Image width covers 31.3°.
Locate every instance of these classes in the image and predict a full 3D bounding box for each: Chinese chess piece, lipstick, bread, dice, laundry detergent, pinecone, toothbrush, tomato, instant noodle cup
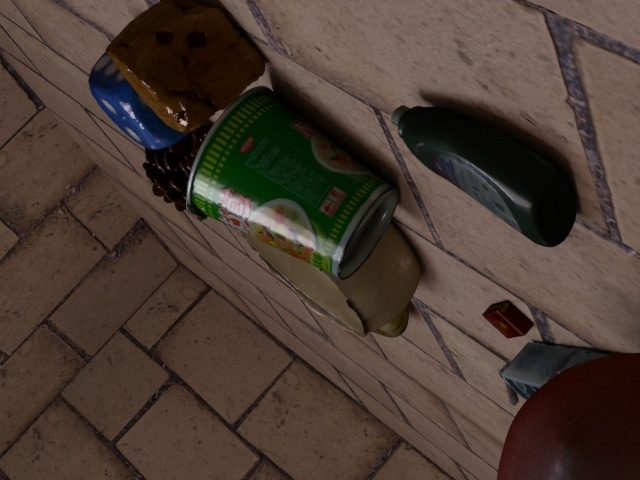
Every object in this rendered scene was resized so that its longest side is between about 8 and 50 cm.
[{"bbox_3d":[0.000,0.000,1.781,0.338,0.140,0.338,41,167,11],"label":"Chinese chess piece"},{"bbox_3d":[0.331,0.187,1.498,0.077,0.076,0.289,42,172,-9],"label":"lipstick"},{"bbox_3d":[-0.182,-0.234,1.498,0.143,0.149,0.158,52,166,-28],"label":"bread"},{"bbox_3d":[-0.263,-0.235,1.773,0.143,0.146,0.146,26,160,51],"label":"dice"},{"bbox_3d":[0.155,-0.075,1.144,0.211,0.063,0.137,35,173,35],"label":"laundry detergent"},{"bbox_3d":[0.113,0.134,2.043,0.094,0.083,0.157,38,168,0],"label":"bread"},{"bbox_3d":[-0.234,-0.142,2.043,0.173,0.173,0.173,40,169,10],"label":"pinecone"},{"bbox_3d":[0.318,0.246,1.928,0.014,0.017,0.194,43,173,27],"label":"toothbrush"},{"bbox_3d":[0.336,0.272,1.189,0.321,0.321,0.321,40,169,10],"label":"tomato"},{"bbox_3d":[-0.030,-0.062,1.533,0.232,0.207,0.207,32,167,15],"label":"instant noodle cup"}]

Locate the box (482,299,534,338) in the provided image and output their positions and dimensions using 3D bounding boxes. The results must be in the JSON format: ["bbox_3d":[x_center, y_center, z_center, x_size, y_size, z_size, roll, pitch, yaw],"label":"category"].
[{"bbox_3d":[0.261,0.111,1.591,0.051,0.023,0.082,41,169,-1],"label":"box"}]
